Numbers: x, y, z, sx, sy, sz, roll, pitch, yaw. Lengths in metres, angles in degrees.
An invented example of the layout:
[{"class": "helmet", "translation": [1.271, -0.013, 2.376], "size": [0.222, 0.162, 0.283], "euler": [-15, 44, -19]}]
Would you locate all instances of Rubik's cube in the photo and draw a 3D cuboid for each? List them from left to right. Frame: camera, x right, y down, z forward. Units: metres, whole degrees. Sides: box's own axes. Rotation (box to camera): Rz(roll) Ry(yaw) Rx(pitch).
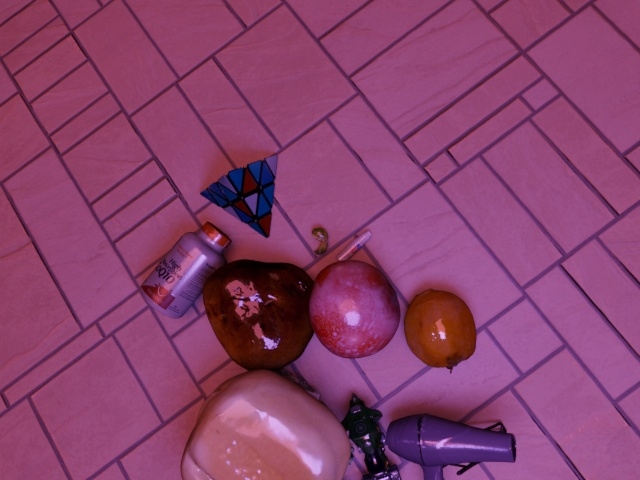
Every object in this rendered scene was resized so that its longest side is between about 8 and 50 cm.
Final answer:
[{"class": "Rubik's cube", "translation": [-0.186, -0.172, 1.426], "size": [0.250, 0.284, 0.234], "euler": [44, 65, -13]}]

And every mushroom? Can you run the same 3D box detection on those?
[{"class": "mushroom", "translation": [-0.166, 0.197, 1.302], "size": [0.345, 0.259, 0.346], "euler": [7, 69, -19]}]

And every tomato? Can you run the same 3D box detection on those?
[{"class": "tomato", "translation": [0.100, 0.184, 1.224], "size": [0.226, 0.270, 0.271], "euler": [-19, 78, 22]}]

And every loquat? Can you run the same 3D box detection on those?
[{"class": "loquat", "translation": [0.331, 0.247, 1.241], "size": [0.187, 0.176, 0.235], "euler": [-18, 75, 21]}]

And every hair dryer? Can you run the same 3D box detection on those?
[{"class": "hair dryer", "translation": [0.331, 0.608, 1.100], "size": [0.300, 0.121, 0.362], "euler": [-7, 94, 30]}]

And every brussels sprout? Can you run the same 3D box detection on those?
[{"class": "brussels sprout", "translation": [0.001, 0.001, 1.388], "size": [0.050, 0.046, 0.084], "euler": [-9, 89, 2]}]

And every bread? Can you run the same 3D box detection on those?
[{"class": "bread", "translation": [-0.135, 0.509, 1.108], "size": [0.375, 0.253, 0.348], "euler": [31, 98, 4]}]

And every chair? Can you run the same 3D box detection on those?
[{"class": "chair", "translation": [0.407, 0.558, 1.230], "size": [0.212, 0.101, 0.084], "euler": [-8, 78, -32]}]

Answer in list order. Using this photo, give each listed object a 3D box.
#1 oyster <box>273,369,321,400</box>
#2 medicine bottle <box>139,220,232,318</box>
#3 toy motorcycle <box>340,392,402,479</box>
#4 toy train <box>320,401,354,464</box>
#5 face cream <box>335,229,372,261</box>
[{"class": "oyster", "translation": [-0.147, 0.460, 1.279], "size": [0.267, 0.112, 0.198], "euler": [-41, 68, -1]}, {"class": "medicine bottle", "translation": [-0.397, 0.082, 1.365], "size": [0.157, 0.157, 0.289], "euler": [38, 87, 12]}, {"class": "toy motorcycle", "translation": [0.134, 0.553, 1.203], "size": [0.124, 0.187, 0.275], "euler": [-21, 80, 3]}, {"class": "toy train", "translation": [0.009, 0.574, 1.269], "size": [0.132, 0.083, 0.200], "euler": [-38, 79, -3]}, {"class": "face cream", "translation": [0.105, 0.017, 1.374], "size": [0.130, 0.034, 0.034], "euler": [-42, 78, -2]}]
